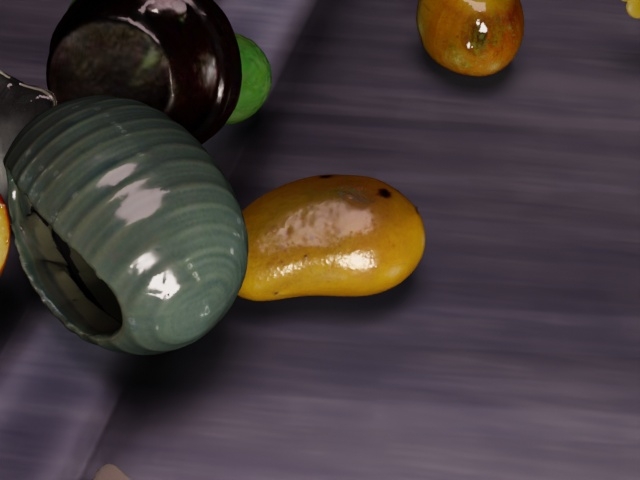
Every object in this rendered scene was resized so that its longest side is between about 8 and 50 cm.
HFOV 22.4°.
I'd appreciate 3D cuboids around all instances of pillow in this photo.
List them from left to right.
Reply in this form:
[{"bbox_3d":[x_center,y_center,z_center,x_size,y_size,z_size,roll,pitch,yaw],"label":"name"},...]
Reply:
[{"bbox_3d":[-0.281,-0.083,1.427,0.055,0.136,0.091,-1,28,-34],"label":"pillow"}]

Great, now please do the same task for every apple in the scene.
[{"bbox_3d":[0.148,-0.221,1.606,0.099,0.102,0.114,-10,47,-15],"label":"apple"}]

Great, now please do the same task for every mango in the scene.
[{"bbox_3d":[0.001,-0.003,1.389,0.178,0.090,0.115,-6,52,3],"label":"mango"}]

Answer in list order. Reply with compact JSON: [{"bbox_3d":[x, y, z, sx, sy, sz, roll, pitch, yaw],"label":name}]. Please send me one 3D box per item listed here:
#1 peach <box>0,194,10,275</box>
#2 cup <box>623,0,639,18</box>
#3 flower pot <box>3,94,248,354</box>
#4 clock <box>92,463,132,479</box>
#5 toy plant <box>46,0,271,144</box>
[{"bbox_3d":[-0.331,0.009,1.340,0.151,0.118,0.151,3,71,-8],"label":"peach"},{"bbox_3d":[0.421,-0.279,1.593,0.241,0.226,0.185,-1,44,-16],"label":"cup"},{"bbox_3d":[-0.160,-0.015,1.315,0.157,0.189,0.243,-28,53,-26],"label":"flower pot"},{"bbox_3d":[-0.095,0.284,1.043,0.265,0.108,0.324,-32,64,-30],"label":"clock"},{"bbox_3d":[-0.162,-0.166,1.499,0.218,0.175,0.235,22,16,9],"label":"toy plant"}]
